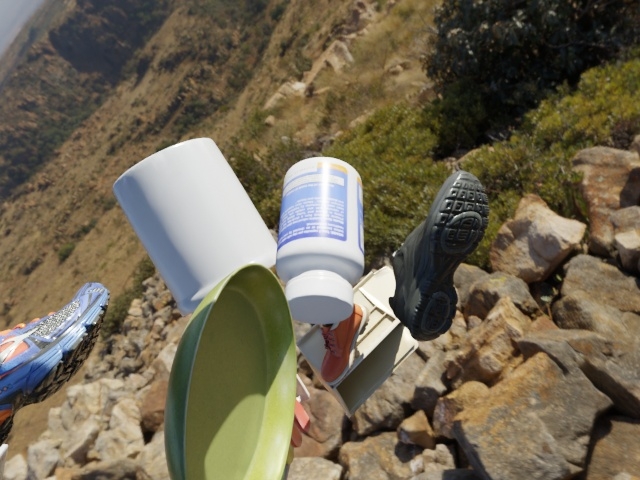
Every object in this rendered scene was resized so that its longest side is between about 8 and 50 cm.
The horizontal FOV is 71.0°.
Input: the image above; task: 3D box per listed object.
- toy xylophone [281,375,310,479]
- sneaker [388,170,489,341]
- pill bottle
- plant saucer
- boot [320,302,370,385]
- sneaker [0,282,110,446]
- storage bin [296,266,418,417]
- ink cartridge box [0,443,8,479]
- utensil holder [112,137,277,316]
[{"bbox_3d":[-0.101,0.433,0.965,0.081,0.236,0.322,-20,29,22],"label":"toy xylophone"},{"bbox_3d":[0.180,0.018,0.754,0.130,0.109,0.286,35,109,60],"label":"sneaker"},{"bbox_3d":[0.000,0.000,0.788,0.152,0.152,0.271,-21,50,32],"label":"pill bottle"},{"bbox_3d":[-0.075,0.141,0.411,0.037,0.241,0.240,-2,62,14],"label":"plant saucer"},{"bbox_3d":[0.024,0.183,0.811,0.059,0.085,0.157,16,84,50],"label":"boot"},{"bbox_3d":[-0.266,0.104,0.376,0.083,0.087,0.221,-50,4,38],"label":"sneaker"},{"bbox_3d":[0.100,0.226,0.988,0.260,0.262,0.123,-41,59,-14],"label":"storage bin"},{"bbox_3d":[-0.651,0.499,0.748,0.289,0.122,0.210,174,105,-70],"label":"ink cartridge box"},{"bbox_3d":[-0.329,-0.040,1.238,0.328,0.328,0.385,-28,93,27],"label":"utensil holder"}]
